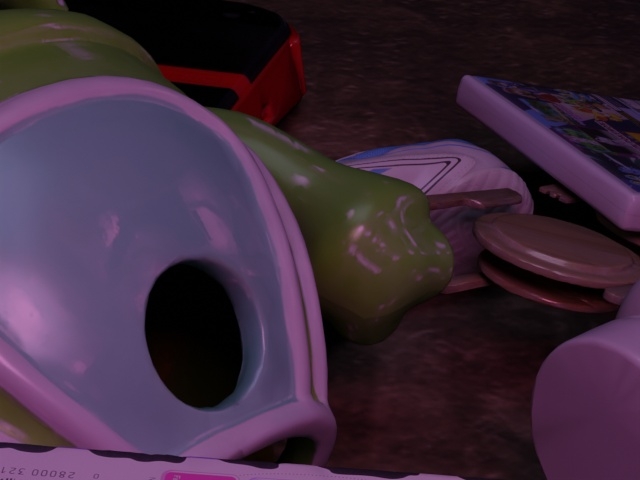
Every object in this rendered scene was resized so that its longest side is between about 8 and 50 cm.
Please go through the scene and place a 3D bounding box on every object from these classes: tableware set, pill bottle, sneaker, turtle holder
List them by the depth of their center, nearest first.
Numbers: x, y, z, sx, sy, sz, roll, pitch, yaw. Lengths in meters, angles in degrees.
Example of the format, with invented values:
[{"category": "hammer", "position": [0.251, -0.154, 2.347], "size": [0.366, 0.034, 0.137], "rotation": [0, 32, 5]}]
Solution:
[{"category": "turtle holder", "position": [-0.104, 0.045, 0.742], "size": [0.227, 0.243, 0.320], "rotation": [41, 13, 23]}, {"category": "pill bottle", "position": [0.215, 0.054, 0.801], "size": [0.246, 0.136, 0.136], "rotation": [-19, 35, -33]}, {"category": "tableware set", "position": [0.149, 0.013, 0.923], "size": [0.128, 0.039, 0.194], "rotation": [28, 22, 37]}, {"category": "sneaker", "position": [0.000, 0.000, 0.945], "size": [0.237, 0.085, 0.086], "rotation": [-13, 22, -31]}]

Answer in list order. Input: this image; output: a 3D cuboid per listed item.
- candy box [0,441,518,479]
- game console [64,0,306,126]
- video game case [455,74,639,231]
[{"category": "candy box", "position": [-0.028, 0.154, 0.580], "size": [0.196, 0.164, 0.070], "rotation": [3, 30, 3]}, {"category": "game console", "position": [-0.221, -0.092, 1.076], "size": [0.387, 0.060, 0.342], "rotation": [7, 23, 10]}, {"category": "video game case", "position": [0.198, -0.042, 1.027], "size": [0.183, 0.023, 0.201], "rotation": [6, 20, -25]}]
